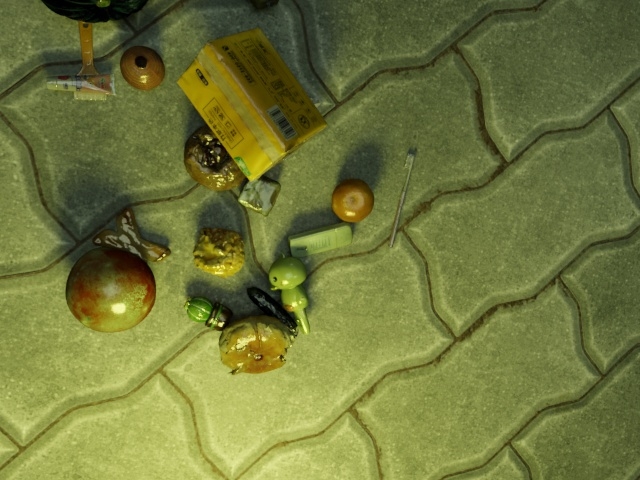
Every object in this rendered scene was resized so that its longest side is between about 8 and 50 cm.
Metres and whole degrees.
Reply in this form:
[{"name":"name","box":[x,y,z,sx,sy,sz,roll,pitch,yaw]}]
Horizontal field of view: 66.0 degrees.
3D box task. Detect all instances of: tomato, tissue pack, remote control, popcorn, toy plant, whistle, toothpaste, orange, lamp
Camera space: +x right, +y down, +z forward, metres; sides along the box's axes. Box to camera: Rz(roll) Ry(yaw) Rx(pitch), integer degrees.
[{"name":"tomato","box":[-0.650,0.161,1.517,0.269,0.223,0.271,12,129,14]},{"name":"tissue pack","box":[-0.204,-0.425,1.536,0.382,0.228,0.293,54,42,-9]},{"name":"remote control","box":[0.000,0.000,1.744,0.233,0.038,0.098,-15,130,-11]},{"name":"popcorn","box":[-0.338,0.038,1.645,0.179,0.180,0.170,-15,136,-10]},{"name":"toy plant","box":[-0.383,0.244,1.673,0.162,0.093,0.093,27,89,-10]},{"name":"whistle","box":[-0.107,0.184,1.699,0.141,0.141,0.295,-5,90,-11]},{"name":"toothpaste","box":[-0.751,-0.492,1.551,0.194,0.043,0.067,-5,96,-17]},{"name":"orange","box":[0.115,-0.141,1.735,0.154,0.134,0.155,0,90,11]},{"name":"lamp","box":[-0.560,-0.544,1.554,0.136,0.136,0.137,-1,95,-12]}]

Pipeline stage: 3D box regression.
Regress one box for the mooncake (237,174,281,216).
[{"name":"mooncake","box":[-0.208,-0.162,1.687,0.125,0.073,0.130,28,90,-16]}]

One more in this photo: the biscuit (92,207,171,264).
[{"name":"biscuit","box":[-0.620,0.019,1.628,0.164,0.047,0.208,-43,102,-7]}]

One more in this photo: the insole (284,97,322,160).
[{"name":"insole","box":[-0.078,-0.392,1.727,0.081,0.011,0.248,35,87,-13]}]

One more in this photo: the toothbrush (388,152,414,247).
[{"name":"toothbrush","box":[0.293,-0.148,1.819,0.029,0.024,0.355,13,92,-7]}]

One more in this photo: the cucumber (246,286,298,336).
[{"name":"cucumber","box":[-0.165,0.248,1.735,0.067,0.067,0.245,-41,100,-6]}]

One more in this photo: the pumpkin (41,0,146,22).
[{"name":"pumpkin","box":[-0.648,-0.796,1.403,0.362,0.363,0.267,-21,85,-10]}]

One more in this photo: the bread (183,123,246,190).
[{"name":"bread","box":[-0.341,-0.277,1.627,0.229,0.123,0.230,-1,97,-11]}]

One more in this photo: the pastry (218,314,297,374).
[{"name":"pastry","box":[-0.220,0.357,1.659,0.235,0.121,0.257,18,125,-25]}]

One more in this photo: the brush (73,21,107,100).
[{"name":"brush","box":[-0.742,-0.586,1.571,0.103,0.013,0.273,-2,94,-12]}]

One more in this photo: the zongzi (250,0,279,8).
[{"name":"zongzi","box":[-0.270,-0.873,1.592,0.273,0.125,0.251,-7,89,-9]}]
